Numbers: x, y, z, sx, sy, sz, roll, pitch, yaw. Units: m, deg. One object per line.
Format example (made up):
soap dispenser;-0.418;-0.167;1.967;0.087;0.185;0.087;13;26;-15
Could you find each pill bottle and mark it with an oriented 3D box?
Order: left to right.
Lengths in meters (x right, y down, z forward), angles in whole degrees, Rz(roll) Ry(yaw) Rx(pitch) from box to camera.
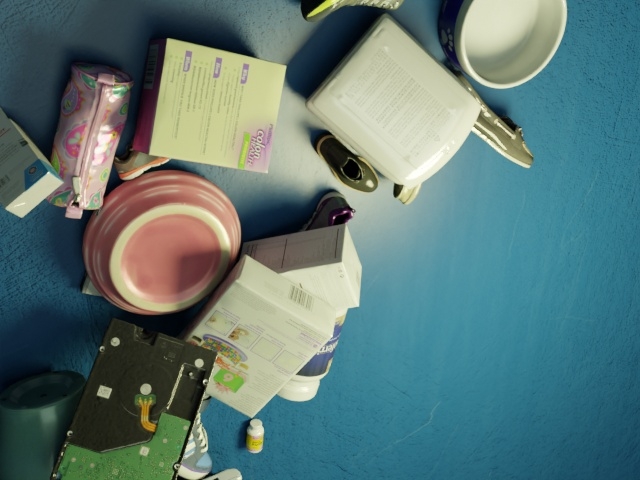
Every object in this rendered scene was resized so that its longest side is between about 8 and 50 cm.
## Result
pill bottle;-0.168;0.499;2.118;0.043;0.043;0.083;-7;120;-23
pill bottle;-0.038;0.239;1.964;0.153;0.153;0.264;2;117;-27

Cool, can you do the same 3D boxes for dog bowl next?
dog bowl;0.393;-0.472;1.792;0.265;0.104;0.264;-12;123;-20

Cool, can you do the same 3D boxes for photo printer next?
photo printer;0.162;-0.278;1.725;0.308;0.107;0.256;39;95;-12

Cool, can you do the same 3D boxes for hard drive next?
hard drive;-0.371;0.353;1.675;0.237;0.064;0.338;18;71;-6

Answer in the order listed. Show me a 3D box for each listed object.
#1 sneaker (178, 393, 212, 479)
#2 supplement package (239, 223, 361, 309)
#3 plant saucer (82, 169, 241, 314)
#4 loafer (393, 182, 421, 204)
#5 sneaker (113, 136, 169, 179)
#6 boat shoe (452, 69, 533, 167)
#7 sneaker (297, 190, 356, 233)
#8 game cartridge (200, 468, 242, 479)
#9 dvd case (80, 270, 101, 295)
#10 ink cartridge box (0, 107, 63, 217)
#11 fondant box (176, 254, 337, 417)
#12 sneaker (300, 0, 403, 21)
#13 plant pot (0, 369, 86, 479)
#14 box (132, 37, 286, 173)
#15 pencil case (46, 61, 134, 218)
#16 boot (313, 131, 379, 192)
sneaker;-0.295;0.409;1.950;0.236;0.130;0.322;-38;122;4
supplement package;-0.046;0.073;1.816;0.244;0.139;0.133;-10;127;15
plant saucer;-0.316;0.021;1.710;0.332;0.084;0.332;-12;122;-20
loafer;0.182;-0.214;1.848;0.092;0.102;0.268;2;104;-9
sneaker;-0.340;-0.181;1.635;0.158;0.061;0.064;-32;120;-7
boat shoe;0.397;-0.273;1.905;0.335;0.112;0.095;27;108;-31
sneaker;0.000;0.000;1.877;0.083;0.098;0.223;17;109;-32
game cartridge;-0.352;0.639;2.025;0.294;0.060;0.196;-18;164;-28
dvd case;-0.371;0.052;1.772;0.239;0.029;0.179;14;111;-31
ink cartridge box;-0.564;-0.145;1.508;0.104;0.180;0.060;-40;162;0
fondant box;-0.156;0.214;1.786;0.238;0.096;0.330;32;123;-14
sneaker;0.102;-0.498;1.637;0.300;0.111;0.121;-28;130;-6
plant pot;-0.568;0.428;1.762;0.272;0.272;0.255;-14;109;-18
box;-0.213;-0.255;1.583;0.243;0.117;0.213;7;97;-28
pencil case;-0.435;-0.188;1.546;0.124;0.124;0.284;9;112;-30
boot;0.077;-0.142;1.809;0.198;0.137;0.077;33;100;-36
